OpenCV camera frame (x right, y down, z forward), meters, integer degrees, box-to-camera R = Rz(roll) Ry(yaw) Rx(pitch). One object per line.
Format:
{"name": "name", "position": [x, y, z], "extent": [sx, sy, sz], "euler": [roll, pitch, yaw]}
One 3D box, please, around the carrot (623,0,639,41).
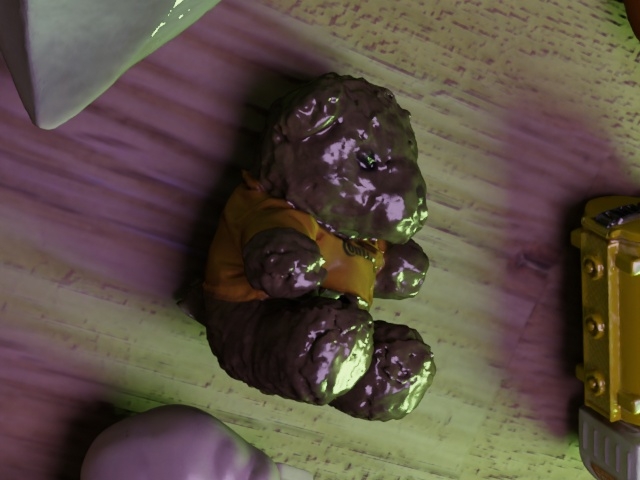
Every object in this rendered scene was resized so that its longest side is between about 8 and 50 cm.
{"name": "carrot", "position": [0.194, -0.229, 1.141], "extent": [0.069, 0.069, 0.336], "euler": [-33, 119, -19]}

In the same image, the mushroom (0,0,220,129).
{"name": "mushroom", "position": [0.011, -0.197, 0.986], "extent": [0.397, 0.126, 0.177], "euler": [-19, 130, -27]}

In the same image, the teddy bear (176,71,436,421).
{"name": "teddy bear", "position": [0.000, 0.000, 1.071], "extent": [0.177, 0.140, 0.190], "euler": [13, 95, -65]}

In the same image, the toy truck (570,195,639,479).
{"name": "toy truck", "position": [0.227, 0.074, 1.270], "extent": [0.114, 0.098, 0.226], "euler": [-16, 116, -24]}

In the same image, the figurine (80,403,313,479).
{"name": "figurine", "position": [-0.066, 0.157, 1.095], "extent": [0.229, 0.137, 0.112], "euler": [27, 62, -43]}
